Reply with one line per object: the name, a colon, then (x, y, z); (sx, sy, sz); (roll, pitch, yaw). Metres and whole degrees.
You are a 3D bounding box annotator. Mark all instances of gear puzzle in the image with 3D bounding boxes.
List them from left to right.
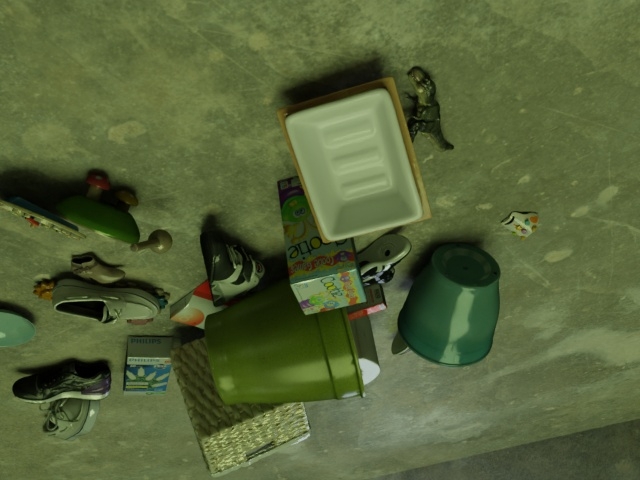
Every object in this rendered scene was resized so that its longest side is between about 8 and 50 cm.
gear puzzle: (-0.576, 0.160, 1.799); (0.339, 0.044, 0.175); (17, 137, -33)

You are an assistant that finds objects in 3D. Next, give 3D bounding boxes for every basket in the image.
basket: (-0.235, 0.450, 2.000); (0.329, 0.331, 0.266); (-21, 145, -11)

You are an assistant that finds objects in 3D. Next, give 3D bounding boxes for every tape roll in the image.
tape roll: (0.049, 0.341, 2.101); (0.246, 0.169, 0.246); (-7, 144, -5)

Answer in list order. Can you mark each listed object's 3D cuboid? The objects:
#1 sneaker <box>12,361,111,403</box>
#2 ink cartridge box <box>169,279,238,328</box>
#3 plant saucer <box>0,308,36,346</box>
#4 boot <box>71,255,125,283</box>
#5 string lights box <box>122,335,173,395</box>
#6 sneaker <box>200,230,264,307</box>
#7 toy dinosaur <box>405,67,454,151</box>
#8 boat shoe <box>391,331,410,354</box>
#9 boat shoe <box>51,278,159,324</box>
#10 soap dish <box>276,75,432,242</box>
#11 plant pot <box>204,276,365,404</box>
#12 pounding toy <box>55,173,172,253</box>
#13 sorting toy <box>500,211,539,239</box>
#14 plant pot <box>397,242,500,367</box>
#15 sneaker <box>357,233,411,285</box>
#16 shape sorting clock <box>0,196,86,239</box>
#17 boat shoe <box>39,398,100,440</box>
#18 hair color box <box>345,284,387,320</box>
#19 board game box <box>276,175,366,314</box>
sneaker: (-0.784, 0.414, 2.087); (0.284, 0.107, 0.124); (0, 130, -20)
ink cartridge box: (-0.307, 0.184, 1.901); (0.179, 0.045, 0.145); (-33, 140, 33)
plant saucer: (-0.861, 0.225, 1.828); (0.195, 0.037, 0.195); (-6, 145, -4)
boot: (-0.547, 0.068, 1.677); (0.119, 0.042, 0.087); (-6, 145, -2)
string lights box: (-0.531, 0.387, 2.104); (0.134, 0.076, 0.259); (4, 143, -16)
sneaker: (-0.213, 0.058, 1.687); (0.146, 0.122, 0.330); (-12, 158, -8)
toy dinosaur: (0.203, -0.235, 1.417); (0.118, 0.064, 0.268); (-24, 147, 8)
boat shoe: (0.307, 0.301, 2.183); (0.069, 0.081, 0.227); (15, 136, -25)
boat shoe: (-0.536, 0.167, 1.725); (0.268, 0.088, 0.096); (19, 123, -29)
soap dish: (0.071, -0.156, 1.339); (0.229, 0.118, 0.290); (-14, 112, 14)
plant pot: (-0.100, 0.267, 1.761); (0.353, 0.366, 0.366); (-14, 145, -2)
pounding toy: (-0.429, -0.064, 1.449); (0.237, 0.110, 0.183); (24, -179, 11)
sorting toy: (0.515, -0.043, 1.790); (0.075, 0.044, 0.083); (26, 135, -14)
plant pot: (0.364, 0.158, 1.855); (0.272, 0.271, 0.255); (-2, 131, -12)
sneaker: (0.177, 0.053, 1.813); (0.121, 0.079, 0.217); (21, 143, -41)
shape sorting clock: (-0.588, -0.044, 1.424); (0.206, 0.040, 0.206); (24, 169, 5)
boat shoe: (-0.844, 0.568, 2.257); (0.157, 0.135, 0.367); (17, 147, -29)
hair color box: (0.115, 0.179, 1.972); (0.141, 0.071, 0.043); (-19, 145, 15)
board game box: (0.000, 0.000, 1.510); (0.142, 0.275, 0.144); (-13, 145, 5)
